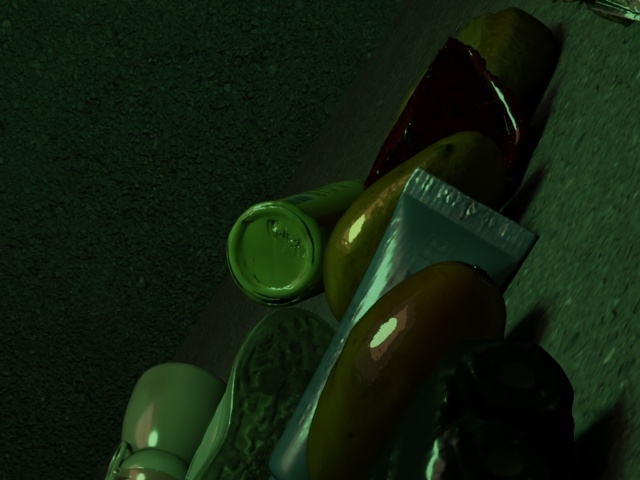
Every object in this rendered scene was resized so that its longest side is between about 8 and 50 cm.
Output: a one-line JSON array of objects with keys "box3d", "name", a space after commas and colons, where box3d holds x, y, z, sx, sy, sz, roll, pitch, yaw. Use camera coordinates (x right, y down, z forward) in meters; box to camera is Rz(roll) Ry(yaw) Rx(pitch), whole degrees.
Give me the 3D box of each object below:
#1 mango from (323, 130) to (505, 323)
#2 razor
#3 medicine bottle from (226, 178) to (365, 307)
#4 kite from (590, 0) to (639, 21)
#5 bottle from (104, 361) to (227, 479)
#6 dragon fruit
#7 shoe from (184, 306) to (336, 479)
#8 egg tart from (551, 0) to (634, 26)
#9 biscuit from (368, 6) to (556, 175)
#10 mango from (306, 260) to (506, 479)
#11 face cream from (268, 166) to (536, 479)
[{"box3d": [0.087, -0.005, 1.633, 0.227, 0.147, 0.109, -58, 40, 19], "name": "mango"}, {"box3d": [0.047, 0.213, 1.127, 0.327, 0.107, 0.189, -55, 9, 36], "name": "razor"}, {"box3d": [0.000, 0.000, 1.990, 0.124, 0.124, 0.239, -56, -18, 23], "name": "medicine bottle"}, {"box3d": [0.287, -0.238, 1.300, 0.229, 0.012, 0.250, -36, 49, 28], "name": "kite"}, {"box3d": [-0.204, 0.291, 2.354, 0.147, 0.147, 0.236, -52, 15, 42], "name": "bottle"}, {"box3d": [0.129, -0.100, 1.738, 0.127, 0.120, 0.161, -48, 18, 56], "name": "dragon fruit"}, {"box3d": [-0.075, 0.228, 1.860, 0.316, 0.124, 0.159, -63, 1, -34], "name": "shoe"}, {"box3d": [0.310, -0.359, 1.505, 0.388, 0.169, 0.388, -53, 7, 10], "name": "egg tart"}, {"box3d": [0.140, -0.127, 1.918, 0.296, 0.102, 0.296, -56, 6, 9], "name": "biscuit"}, {"box3d": [0.058, 0.121, 1.399, 0.253, 0.113, 0.138, -56, 7, 34], "name": "mango"}, {"box3d": [0.040, 0.131, 1.548, 0.385, 0.135, 0.086, -60, -31, 5], "name": "face cream"}]
